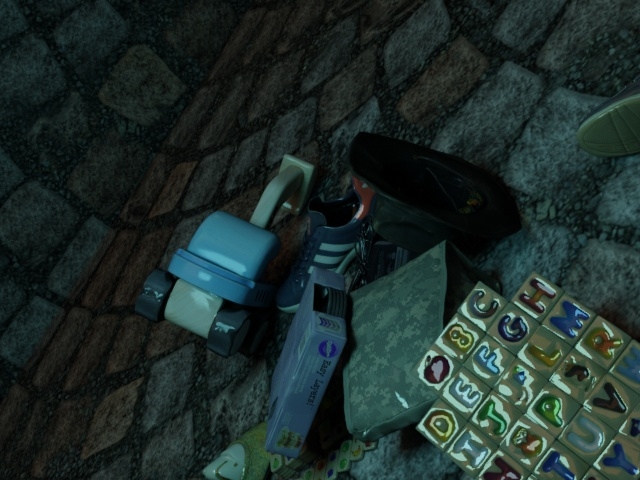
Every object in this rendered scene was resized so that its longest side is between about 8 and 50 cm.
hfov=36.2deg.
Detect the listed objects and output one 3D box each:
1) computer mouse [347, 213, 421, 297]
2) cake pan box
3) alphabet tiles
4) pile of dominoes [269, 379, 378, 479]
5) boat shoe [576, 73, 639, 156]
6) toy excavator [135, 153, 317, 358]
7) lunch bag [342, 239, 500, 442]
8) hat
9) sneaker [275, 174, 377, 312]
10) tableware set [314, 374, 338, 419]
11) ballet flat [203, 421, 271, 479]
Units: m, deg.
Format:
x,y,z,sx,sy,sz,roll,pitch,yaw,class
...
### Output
x,y,z,sx,sy,sz,roll,pitch,yaw,class
0.148,0.049,1.832,0.272,0.072,0.189,8,86,64,computer mouse
-0.024,0.204,1.721,0.246,0.070,0.267,-94,23,-67,cake pan box
0.297,0.215,1.347,0.342,0.011,0.285,38,92,33,alphabet tiles
0.007,0.347,1.772,0.251,0.040,0.196,-42,31,23,pile of dominoes
0.534,-0.227,1.533,0.285,0.103,0.092,-31,32,30,boat shoe
-0.153,0.008,2.117,0.445,0.222,0.433,-64,-12,1,toy excavator
0.160,0.182,1.587,0.235,0.169,0.287,-32,32,35,lunch bag
0.177,-0.057,1.700,0.331,0.331,0.134,-105,35,-54,hat
0.000,0.000,2.027,0.350,0.148,0.131,-46,30,16,sneaker
-0.006,0.289,1.828,0.104,0.024,0.154,-48,13,-3,tableware set
-0.184,0.486,1.834,0.123,0.123,0.349,-10,52,52,ballet flat
